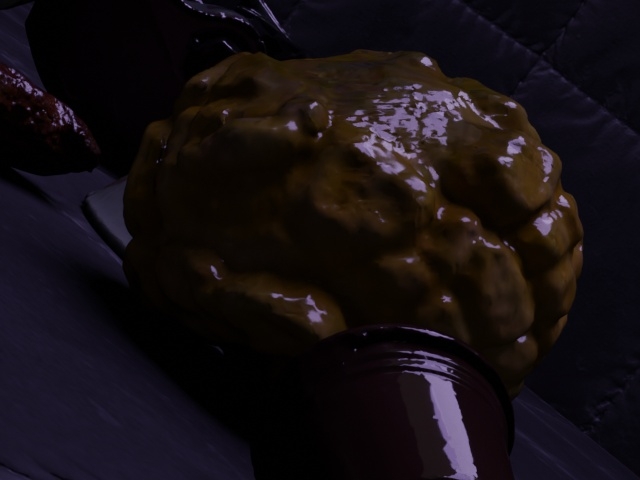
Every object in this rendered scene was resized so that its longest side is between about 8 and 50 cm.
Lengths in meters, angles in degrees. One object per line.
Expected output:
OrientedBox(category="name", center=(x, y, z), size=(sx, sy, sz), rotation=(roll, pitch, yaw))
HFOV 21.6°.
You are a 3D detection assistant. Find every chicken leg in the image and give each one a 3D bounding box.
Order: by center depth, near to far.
OrientedBox(category="chicken leg", center=(-0.210, -0.084, 0.983), size=(0.089, 0.048, 0.219), rotation=(8, -13, 42))

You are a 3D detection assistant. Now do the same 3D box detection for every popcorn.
OrientedBox(category="popcorn", center=(0.014, -0.001, 0.876), size=(0.250, 0.190, 0.250), rotation=(-1, 19, 0))

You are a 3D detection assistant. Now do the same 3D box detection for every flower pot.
OrientedBox(category="flower pot", center=(0.032, 0.101, 0.644), size=(0.111, 0.111, 0.089), rotation=(36, 19, -27))

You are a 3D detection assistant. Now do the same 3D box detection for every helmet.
OrientedBox(category="helmet", center=(-0.148, -0.165, 1.524), size=(0.338, 0.197, 0.271), rotation=(26, 18, -44))

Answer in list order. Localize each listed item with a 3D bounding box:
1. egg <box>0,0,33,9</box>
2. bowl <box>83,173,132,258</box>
OrientedBox(category="egg", center=(-0.307, -0.325, 1.236), size=(0.379, 0.287, 0.287), rotation=(39, 1, -33))
OrientedBox(category="bowl", center=(0.017, 0.013, 1.143), size=(0.337, 0.157, 0.337), rotation=(37, 3, -3))
